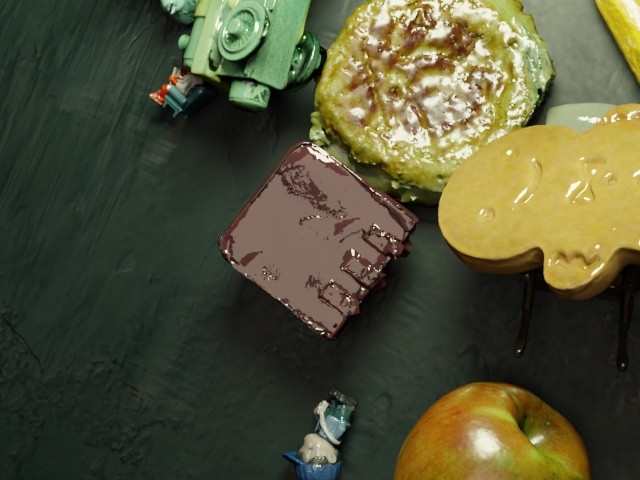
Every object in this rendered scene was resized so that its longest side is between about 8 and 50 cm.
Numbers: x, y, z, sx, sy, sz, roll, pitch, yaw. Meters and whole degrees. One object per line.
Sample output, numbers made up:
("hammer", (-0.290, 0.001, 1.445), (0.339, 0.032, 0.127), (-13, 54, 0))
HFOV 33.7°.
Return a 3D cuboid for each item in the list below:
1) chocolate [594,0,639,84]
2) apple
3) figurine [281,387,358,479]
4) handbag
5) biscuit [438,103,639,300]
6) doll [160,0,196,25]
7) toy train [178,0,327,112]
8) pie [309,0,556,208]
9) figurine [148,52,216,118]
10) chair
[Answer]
("chocolate", (0.399, -0.306, 1.379), (0.086, 0.085, 0.219), (-32, 80, 11))
("apple", (0.212, 0.310, 1.354), (0.246, 0.246, 0.226), (46, 117, 11))
("figurine", (0.011, 0.279, 1.469), (0.079, 0.077, 0.136), (39, 81, -22))
("handbag", (0.000, 0.000, 1.411), (0.216, 0.074, 0.203), (36, 94, 7))
("biscuit", (0.297, -0.055, 1.226), (0.355, 0.052, 0.275), (6, 56, 40))
("doll", (-0.224, -0.390, 1.493), (0.059, 0.158, 0.159), (-19, 90, 14))
("toy train", (-0.092, -0.357, 1.430), (0.237, 0.150, 0.369), (13, 85, 38))
("pie", (0.142, -0.204, 1.425), (0.288, 0.103, 0.354), (35, 97, 9))
("figurine", (-0.178, -0.243, 1.522), (0.075, 0.068, 0.140), (40, 99, 14))
("chair", (0.341, -0.010, 1.361), (0.160, 0.319, 0.186), (6, 134, 15))
